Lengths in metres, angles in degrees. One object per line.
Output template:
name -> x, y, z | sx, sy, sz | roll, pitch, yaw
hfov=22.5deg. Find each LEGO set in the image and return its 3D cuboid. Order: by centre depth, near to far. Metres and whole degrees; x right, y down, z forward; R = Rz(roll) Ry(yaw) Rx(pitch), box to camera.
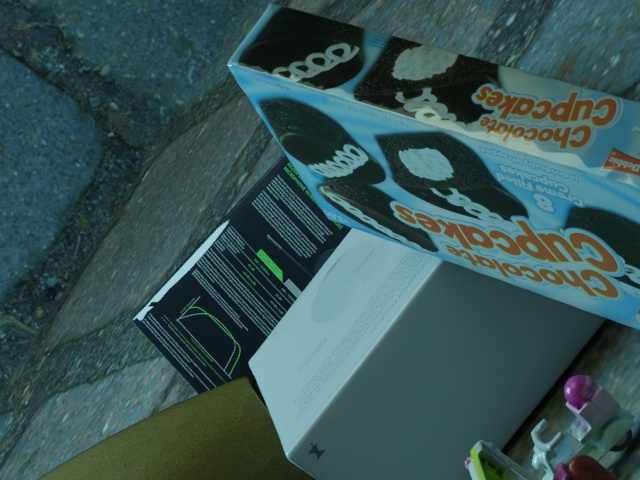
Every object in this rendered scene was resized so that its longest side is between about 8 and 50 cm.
LEGO set -> 0.168, 0.143, 0.898 | 0.132, 0.107, 0.287 | -56, 15, -8

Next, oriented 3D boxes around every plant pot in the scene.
plant pot -> -0.118, 0.241, 1.366 | 0.254, 0.237, 0.237 | -42, 16, 3

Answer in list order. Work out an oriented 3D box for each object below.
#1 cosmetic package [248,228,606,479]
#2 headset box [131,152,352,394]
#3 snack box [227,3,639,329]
cosmetic package -> 0.074, 0.080, 1.254 | 0.224, 0.138, 0.224 | -52, 14, 5
headset box -> 0.000, 0.000, 1.517 | 0.283, 0.131, 0.246 | -46, -6, 25
snack box -> 0.111, -0.039, 1.016 | 0.322, 0.187, 0.060 | 20, 68, 34
